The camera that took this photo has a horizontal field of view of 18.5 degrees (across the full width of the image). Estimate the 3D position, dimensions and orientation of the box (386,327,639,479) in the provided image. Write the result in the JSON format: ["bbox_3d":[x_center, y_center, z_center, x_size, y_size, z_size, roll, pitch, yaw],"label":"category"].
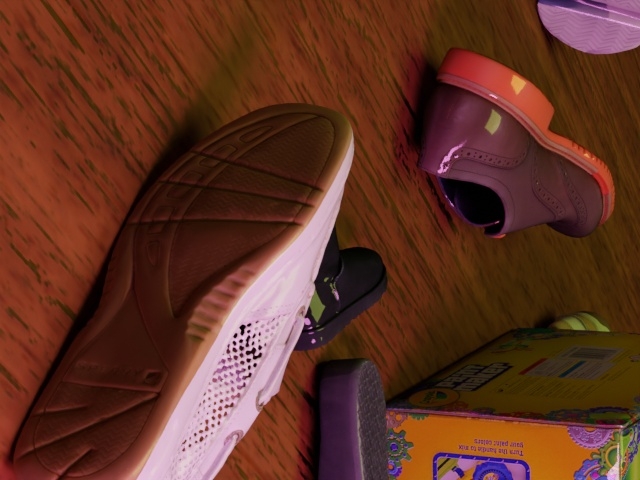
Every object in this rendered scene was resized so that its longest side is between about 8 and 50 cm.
[{"bbox_3d":[0.178,0.229,1.415,0.290,0.177,0.279,-18,109,-64],"label":"box"}]

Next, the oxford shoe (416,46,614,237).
[{"bbox_3d":[0.136,-0.046,1.429,0.098,0.097,0.271,-62,146,-6],"label":"oxford shoe"}]

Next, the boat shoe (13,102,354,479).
[{"bbox_3d":[-0.058,0.047,1.001,0.277,0.098,0.096,-58,143,-31],"label":"boat shoe"}]

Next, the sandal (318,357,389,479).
[{"bbox_3d":[0.011,0.202,1.221,0.097,0.054,0.254,45,43,-67],"label":"sandal"}]

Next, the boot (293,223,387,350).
[{"bbox_3d":[0.000,0.000,1.176,0.121,0.045,0.099,-43,127,-55],"label":"boot"}]

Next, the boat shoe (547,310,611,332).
[{"bbox_3d":[0.207,0.156,1.618,0.072,0.068,0.190,-9,91,-52],"label":"boat shoe"}]

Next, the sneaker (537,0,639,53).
[{"bbox_3d":[0.255,-0.320,1.547,0.315,0.127,0.182,111,-8,-45],"label":"sneaker"}]
